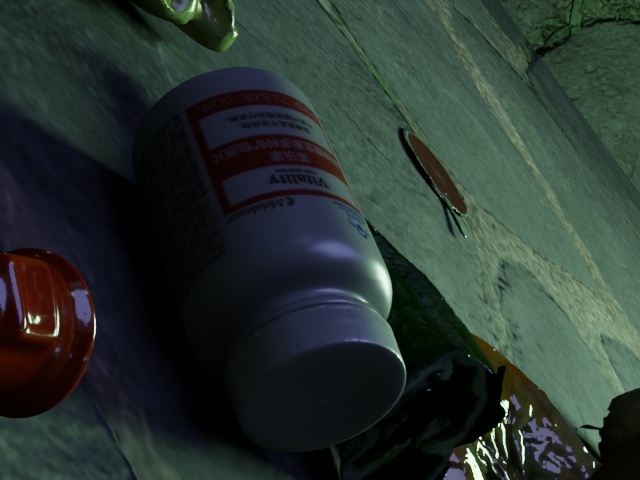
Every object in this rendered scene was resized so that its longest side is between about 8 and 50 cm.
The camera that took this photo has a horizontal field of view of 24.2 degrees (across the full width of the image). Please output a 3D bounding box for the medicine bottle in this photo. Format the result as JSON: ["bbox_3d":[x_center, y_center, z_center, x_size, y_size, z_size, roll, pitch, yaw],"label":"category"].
[{"bbox_3d":[-0.020,0.006,0.563,0.079,0.079,0.140,38,23,-46],"label":"medicine bottle"}]

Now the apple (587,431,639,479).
[{"bbox_3d":[0.155,0.170,0.441,0.257,0.234,0.257,46,20,-22],"label":"apple"}]

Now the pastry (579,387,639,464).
[{"bbox_3d":[0.245,0.165,1.000,0.153,0.081,0.153,53,12,-16],"label":"pastry"}]

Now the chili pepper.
[{"bbox_3d":[0.000,0.000,0.645,0.059,0.088,0.227,11,38,-40],"label":"chili pepper"}]

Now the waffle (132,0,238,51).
[{"bbox_3d":[-0.122,-0.199,0.747,0.204,0.054,0.223,24,36,-62],"label":"waffle"}]

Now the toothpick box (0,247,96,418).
[{"bbox_3d":[-0.097,0.019,0.369,0.047,0.047,0.083,60,17,21],"label":"toothpick box"}]

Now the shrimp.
[{"bbox_3d":[0.110,0.135,0.714,0.249,0.068,0.150,41,32,-26],"label":"shrimp"}]

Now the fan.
[{"bbox_3d":[0.093,-0.039,1.127,0.085,0.005,0.133,45,17,-33],"label":"fan"}]
